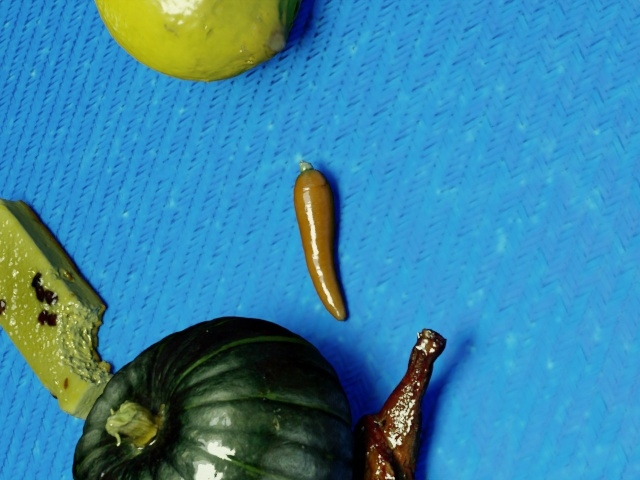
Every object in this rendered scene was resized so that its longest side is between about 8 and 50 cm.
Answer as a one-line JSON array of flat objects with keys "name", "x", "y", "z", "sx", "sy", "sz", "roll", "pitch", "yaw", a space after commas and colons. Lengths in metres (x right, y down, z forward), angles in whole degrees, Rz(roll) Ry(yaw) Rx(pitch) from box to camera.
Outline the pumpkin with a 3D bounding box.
[{"name": "pumpkin", "x": -0.091, "y": 0.175, "z": 1.395, "sx": 0.250, "sy": 0.216, "sz": 0.250, "roll": -21, "pitch": 52, "yaw": 30}]

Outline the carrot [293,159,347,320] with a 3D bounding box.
[{"name": "carrot", "x": 0.000, "y": 0.000, "z": 1.479, "sx": 0.035, "sy": 0.035, "sz": 0.142, "roll": -16, "pitch": 79, "yaw": 32}]

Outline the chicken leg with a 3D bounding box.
[{"name": "chicken leg", "x": 0.056, "y": 0.170, "z": 1.382, "sx": 0.093, "sy": 0.053, "sz": 0.205, "roll": 173, "pitch": 105, "yaw": -75}]

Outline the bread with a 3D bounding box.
[{"name": "bread", "x": -0.257, "y": 0.062, "z": 1.635, "sx": 0.088, "sy": 0.049, "sz": 0.226, "roll": -52, "pitch": 57, "yaw": 15}]

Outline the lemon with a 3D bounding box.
[{"name": "lemon", "x": -0.108, "y": -0.229, "z": 1.516, "sx": 0.180, "sy": 0.180, "sz": 0.193, "roll": -41, "pitch": 41, "yaw": 22}]
